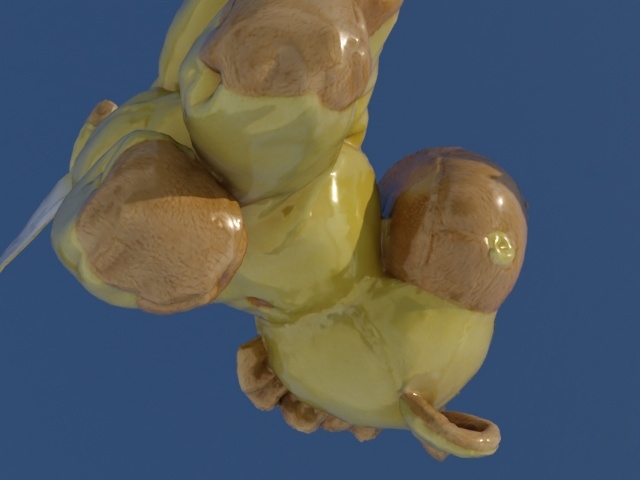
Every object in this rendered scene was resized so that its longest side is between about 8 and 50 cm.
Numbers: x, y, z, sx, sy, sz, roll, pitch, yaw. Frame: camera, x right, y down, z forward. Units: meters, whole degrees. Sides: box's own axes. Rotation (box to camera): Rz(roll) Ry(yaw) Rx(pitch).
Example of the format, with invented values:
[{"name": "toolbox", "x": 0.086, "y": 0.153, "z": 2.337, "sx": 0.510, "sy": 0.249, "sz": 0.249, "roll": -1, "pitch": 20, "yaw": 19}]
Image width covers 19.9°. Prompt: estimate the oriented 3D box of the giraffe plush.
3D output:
[{"name": "giraffe plush", "x": 0.000, "y": 0.000, "z": 0.653, "sx": 0.170, "sy": 0.181, "sz": 0.210, "roll": 35, "pitch": -54, "yaw": -14}]
